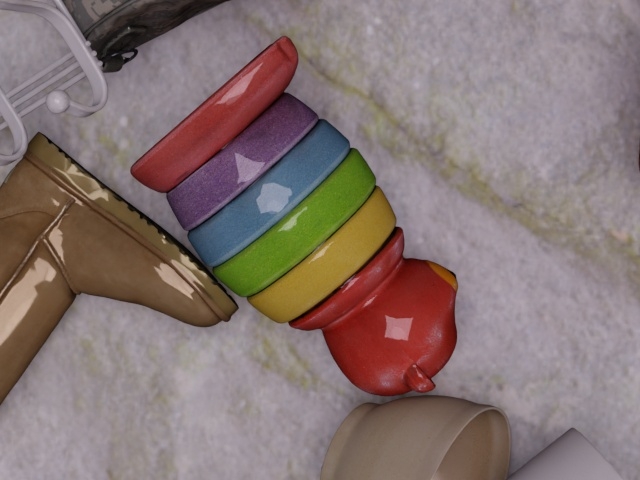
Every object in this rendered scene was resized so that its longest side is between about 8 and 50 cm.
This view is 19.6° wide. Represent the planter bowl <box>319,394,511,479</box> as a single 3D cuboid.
[{"bbox_3d":[0.068,0.192,1.485,0.109,0.162,0.162,20,89,28],"label":"planter bowl"}]

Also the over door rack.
[{"bbox_3d":[-0.323,-0.204,1.450,0.239,0.108,0.324,-24,89,42],"label":"over door rack"}]

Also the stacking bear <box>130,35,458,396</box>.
[{"bbox_3d":[0.000,0.000,1.484,0.164,0.175,0.289,-41,96,-3],"label":"stacking bear"}]

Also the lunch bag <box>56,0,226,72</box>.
[{"bbox_3d":[-0.144,-0.318,1.461,0.256,0.212,0.305,-27,86,16],"label":"lunch bag"}]

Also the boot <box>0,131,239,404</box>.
[{"bbox_3d":[-0.233,0.080,1.517,0.236,0.089,0.269,38,89,12],"label":"boot"}]

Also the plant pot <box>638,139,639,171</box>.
[{"bbox_3d":[0.376,-0.178,1.439,0.275,0.275,0.243,-1,79,0],"label":"plant pot"}]

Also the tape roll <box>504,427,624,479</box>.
[{"bbox_3d":[0.242,0.282,1.408,0.100,0.286,0.286,-39,89,0],"label":"tape roll"}]
